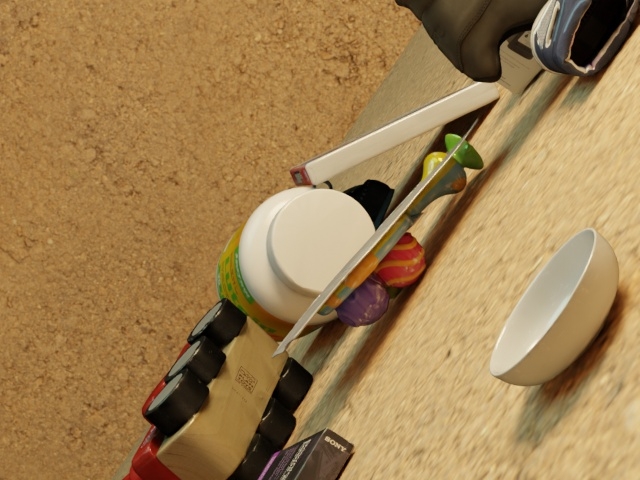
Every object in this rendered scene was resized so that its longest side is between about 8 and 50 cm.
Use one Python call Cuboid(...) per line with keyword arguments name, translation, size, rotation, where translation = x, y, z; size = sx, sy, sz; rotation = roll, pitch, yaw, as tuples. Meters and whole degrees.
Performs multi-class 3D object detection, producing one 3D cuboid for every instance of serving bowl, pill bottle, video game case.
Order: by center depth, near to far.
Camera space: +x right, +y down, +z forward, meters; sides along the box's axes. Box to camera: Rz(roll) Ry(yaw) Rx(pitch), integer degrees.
Cuboid(name="serving bowl", translation=(0.113, 0.036, 0.679), size=(0.083, 0.027, 0.083), rotation=(-55, 5, 8))
Cuboid(name="pill bottle", translation=(-0.022, 0.023, 1.469), size=(0.136, 0.136, 0.246), rotation=(-57, 5, -16))
Cuboid(name="video game case", translation=(0.069, -0.110, 1.546), size=(0.204, 0.025, 0.285), rotation=(-26, 3, -3))

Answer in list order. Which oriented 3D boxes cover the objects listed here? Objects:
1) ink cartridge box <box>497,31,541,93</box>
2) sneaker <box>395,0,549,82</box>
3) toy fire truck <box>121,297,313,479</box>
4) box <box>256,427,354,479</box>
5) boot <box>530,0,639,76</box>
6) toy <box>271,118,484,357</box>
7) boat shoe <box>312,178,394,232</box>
Cuboid(name="ink cartridge box", translation=(0.201, -0.215, 1.269), size=(0.109, 0.063, 0.150), rotation=(-59, 5, -33))
Cuboid(name="sneaker", translation=(0.203, -0.228, 1.133), size=(0.286, 0.130, 0.109), rotation=(-34, -8, 11))
Cuboid(name="toy fire truck", translation=(-0.129, 0.213, 1.376), size=(0.246, 0.158, 0.217), rotation=(-43, 11, 25))
Cuboid(name="box", translation=(-0.035, 0.200, 1.059), size=(0.116, 0.029, 0.162), rotation=(-58, 6, -22))
Cuboid(name="boot", translation=(0.220, -0.201, 1.045), size=(0.190, 0.069, 0.086), rotation=(-64, 11, 8))
Cuboid(name="toy", translation=(0.059, 0.013, 1.216), size=(0.237, 0.056, 0.137), rotation=(-52, 0, -15))
Cuboid(name="boat shoe", translation=(0.000, 0.000, 1.687), size=(0.109, 0.089, 0.258), rotation=(-60, 6, -37))
